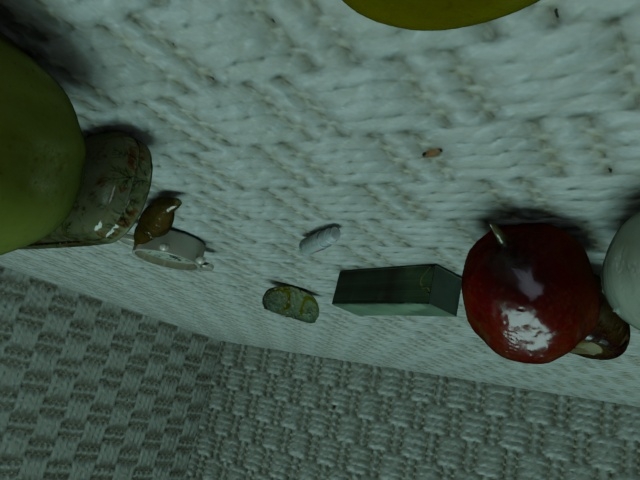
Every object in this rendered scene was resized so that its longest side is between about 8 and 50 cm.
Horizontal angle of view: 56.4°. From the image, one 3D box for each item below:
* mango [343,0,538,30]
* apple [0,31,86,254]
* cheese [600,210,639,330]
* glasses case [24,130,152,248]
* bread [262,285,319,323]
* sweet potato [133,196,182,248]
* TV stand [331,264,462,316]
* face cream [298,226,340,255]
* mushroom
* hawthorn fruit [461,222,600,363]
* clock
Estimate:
[{"bbox_3d":[0.084,-0.177,0.331,0.122,0.085,0.191,7,175,-17],"label":"mango"},{"bbox_3d":[-0.385,-0.107,0.604,0.279,0.279,0.279,12,164,4],"label":"apple"},{"bbox_3d":[0.407,0.035,0.651,0.198,0.154,0.189,3,155,32],"label":"cheese"},{"bbox_3d":[-0.402,-0.067,0.918,0.425,0.156,0.098,-3,159,42],"label":"glasses case"},{"bbox_3d":[-0.077,0.169,1.584,0.157,0.083,0.094,17,166,-6],"label":"bread"},{"bbox_3d":[-0.313,-0.033,1.127,0.067,0.067,0.274,20,157,-22],"label":"sweet potato"},{"bbox_3d":[0.149,0.104,1.200,0.088,0.082,0.269,27,159,-35],"label":"TV stand"},{"bbox_3d":[0.000,0.000,1.051,0.034,0.034,0.130,19,162,-19],"label":"face cream"},{"bbox_3d":[0.386,0.111,0.978,0.231,0.138,0.194,16,-179,31],"label":"mushroom"},{"bbox_3d":[0.278,0.055,0.812,0.189,0.189,0.251,3,139,32],"label":"hawthorn fruit"},{"bbox_3d":[-0.332,0.017,1.319,0.229,0.063,0.156,22,159,-36],"label":"clock"}]
